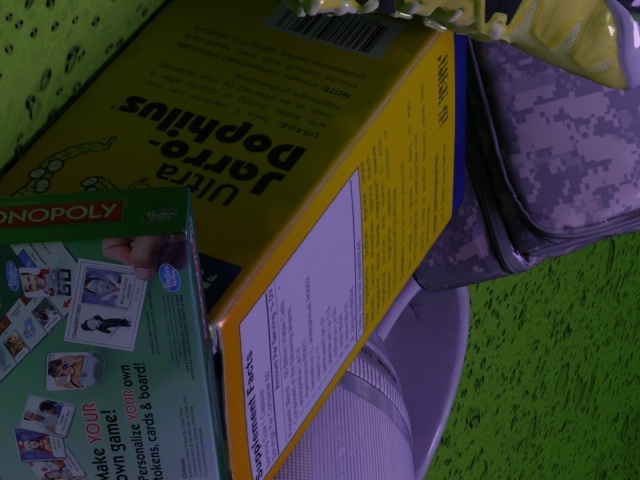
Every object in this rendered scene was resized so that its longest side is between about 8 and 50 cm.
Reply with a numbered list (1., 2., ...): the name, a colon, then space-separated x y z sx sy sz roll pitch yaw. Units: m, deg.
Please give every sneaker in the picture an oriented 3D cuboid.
1. sneaker: 0.047 -0.195 1.234 0.147 0.385 0.145 -60 -172 -2

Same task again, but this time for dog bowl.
1. dog bowl: 0.035 0.150 1.781 0.349 0.102 0.348 -49 149 -43

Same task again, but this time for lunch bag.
1. lunch bag: 0.179 -0.131 1.557 0.212 0.256 0.305 -21 95 -64

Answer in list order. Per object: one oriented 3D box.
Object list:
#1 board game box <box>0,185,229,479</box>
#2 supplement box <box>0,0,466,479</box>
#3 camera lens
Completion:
1. board game box: -0.165 0.113 1.095 0.046 0.214 0.317 -91 178 -52
2. supplement box: -0.059 -0.018 1.286 0.356 0.195 0.194 -53 152 -40
3. camera lens: -0.039 0.197 1.360 0.274 0.219 0.219 -93 180 -48
